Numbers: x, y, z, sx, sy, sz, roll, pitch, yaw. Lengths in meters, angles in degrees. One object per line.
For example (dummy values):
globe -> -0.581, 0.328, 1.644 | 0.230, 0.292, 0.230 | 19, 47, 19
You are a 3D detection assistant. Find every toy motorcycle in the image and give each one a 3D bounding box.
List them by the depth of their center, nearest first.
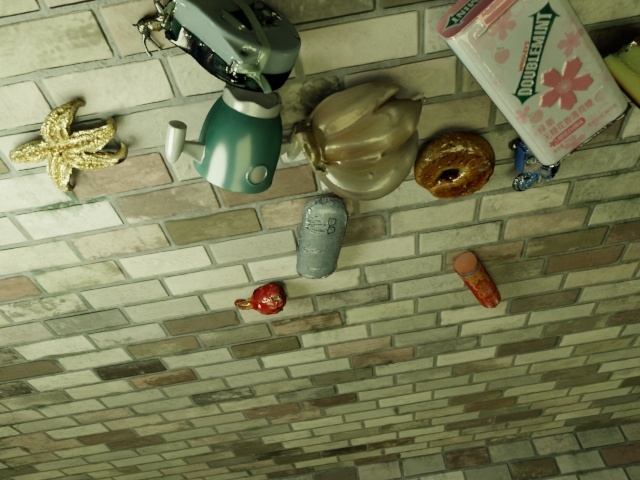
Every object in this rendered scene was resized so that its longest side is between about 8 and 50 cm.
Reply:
toy motorcycle -> 0.495, -0.196, 1.110 | 0.114, 0.076, 0.205 | -17, 136, -4

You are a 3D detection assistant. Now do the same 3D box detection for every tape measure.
tape measure -> -0.124, -0.325, 0.790 | 0.182, 0.181, 0.107 | 38, 133, 6

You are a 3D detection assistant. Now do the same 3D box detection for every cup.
cup -> -0.146, -0.204, 0.936 | 0.300, 0.167, 0.173 | -9, 136, -39

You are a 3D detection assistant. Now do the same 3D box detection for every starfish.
starfish -> -0.507, -0.174, 0.981 | 0.238, 0.071, 0.215 | -1, 132, 1

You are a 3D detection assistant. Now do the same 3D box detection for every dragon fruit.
dragon fruit -> -0.167, 0.170, 1.407 | 0.191, 0.094, 0.094 | -15, 142, 40

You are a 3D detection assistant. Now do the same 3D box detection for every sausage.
sausage -> 0.477, 0.132, 1.463 | 0.074, 0.074, 0.274 | -27, 135, 20

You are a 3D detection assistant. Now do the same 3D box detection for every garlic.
garlic -> 0.089, -0.195, 1.000 | 0.292, 0.210, 0.237 | -11, 107, -7

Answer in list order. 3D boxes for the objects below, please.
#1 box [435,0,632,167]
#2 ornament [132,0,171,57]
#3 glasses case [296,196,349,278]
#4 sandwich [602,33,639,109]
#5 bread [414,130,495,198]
box -> 0.394, -0.312, 0.898 | 0.190, 0.112, 0.370 | -39, 123, 21
ornament -> -0.283, -0.375, 0.821 | 0.074, 0.028, 0.125 | -13, 139, 5
glasses case -> 0.000, 0.000, 1.246 | 0.109, 0.067, 0.282 | 3, 135, -9
sandwich -> 0.635, -0.331, 0.967 | 0.258, 0.096, 0.094 | 23, 135, -30
bread -> 0.304, -0.170, 1.115 | 0.193, 0.063, 0.193 | -1, 142, -1
